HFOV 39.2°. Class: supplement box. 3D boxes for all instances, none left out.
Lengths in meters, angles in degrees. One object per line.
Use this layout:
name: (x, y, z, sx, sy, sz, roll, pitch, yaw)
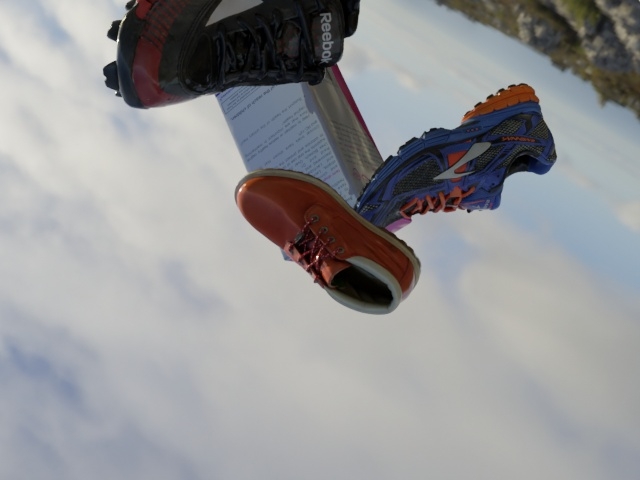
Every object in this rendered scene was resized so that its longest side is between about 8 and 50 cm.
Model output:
supplement box: (-0.009, -0.092, 0.970, 0.111, 0.114, 0.220, 12, -132, -57)

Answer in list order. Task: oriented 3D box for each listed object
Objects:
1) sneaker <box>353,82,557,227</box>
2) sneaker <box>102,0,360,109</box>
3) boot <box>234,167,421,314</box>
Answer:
sneaker: (0.121, -0.058, 0.799, 0.087, 0.221, 0.083, 57, 169, 11)
sneaker: (-0.058, -0.175, 0.753, 0.135, 0.097, 0.276, 19, -145, 25)
boot: (0.000, 0.000, 0.663, 0.158, 0.059, 0.084, 30, -159, 4)
